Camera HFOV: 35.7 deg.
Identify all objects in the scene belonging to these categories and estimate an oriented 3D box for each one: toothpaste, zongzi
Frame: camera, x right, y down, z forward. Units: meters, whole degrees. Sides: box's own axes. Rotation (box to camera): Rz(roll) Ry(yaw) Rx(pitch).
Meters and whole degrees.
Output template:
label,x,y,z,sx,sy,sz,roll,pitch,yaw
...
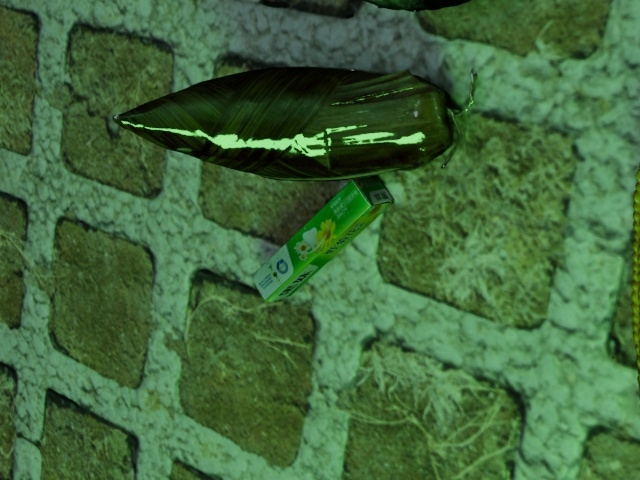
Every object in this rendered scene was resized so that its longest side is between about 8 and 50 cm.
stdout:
label,x,y,z,sx,sy,sz,roll,pitch,yaw
toothpaste,0.000,0.000,1.023,0.178,0.043,0.037,-43,74,33
zongzi,-0.017,-0.104,0.893,0.247,0.241,0.111,4,99,36

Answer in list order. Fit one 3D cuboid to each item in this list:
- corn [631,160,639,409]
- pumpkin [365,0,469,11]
label,x,y,z,sx,sy,sz,roll,pitch,yaw
corn,0.292,0.061,0.777,0.101,0.102,0.313,7,101,36
pumpkin,0.082,-0.308,0.835,0.233,0.163,0.233,2,94,26
